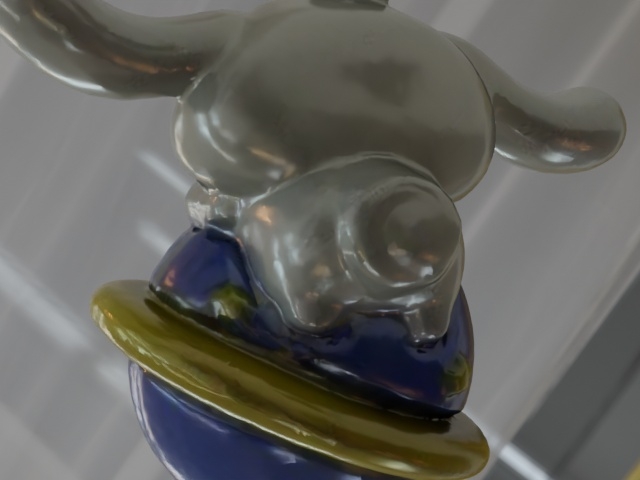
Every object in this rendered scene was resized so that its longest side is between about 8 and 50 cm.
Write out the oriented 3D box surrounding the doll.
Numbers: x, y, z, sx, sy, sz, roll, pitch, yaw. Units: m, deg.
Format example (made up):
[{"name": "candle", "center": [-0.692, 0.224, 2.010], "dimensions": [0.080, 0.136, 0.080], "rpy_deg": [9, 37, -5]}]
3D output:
[{"name": "doll", "center": [-0.019, -0.002, 0.570], "dimensions": [0.311, 0.243, 0.159], "rpy_deg": [26, -166, -27]}]
